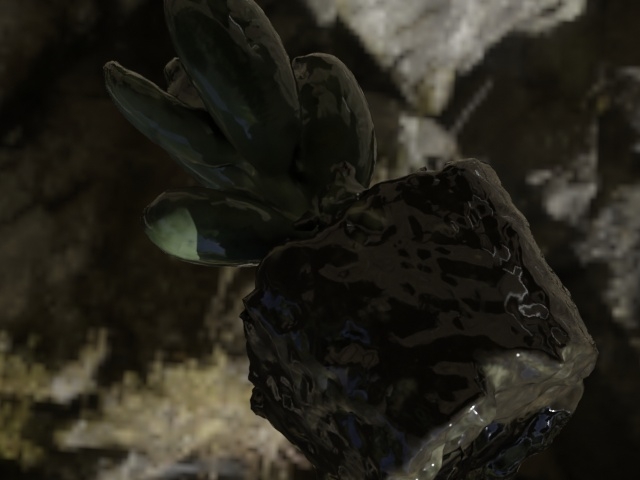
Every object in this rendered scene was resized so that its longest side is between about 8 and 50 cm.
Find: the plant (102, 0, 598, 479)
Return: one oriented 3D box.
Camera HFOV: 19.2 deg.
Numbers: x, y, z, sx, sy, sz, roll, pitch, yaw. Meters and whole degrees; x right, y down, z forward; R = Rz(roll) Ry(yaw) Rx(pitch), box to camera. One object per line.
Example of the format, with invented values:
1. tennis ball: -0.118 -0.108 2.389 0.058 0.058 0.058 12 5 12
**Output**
1. plant: 0.000 0.002 0.898 0.149 0.274 0.146 -27 159 -33
